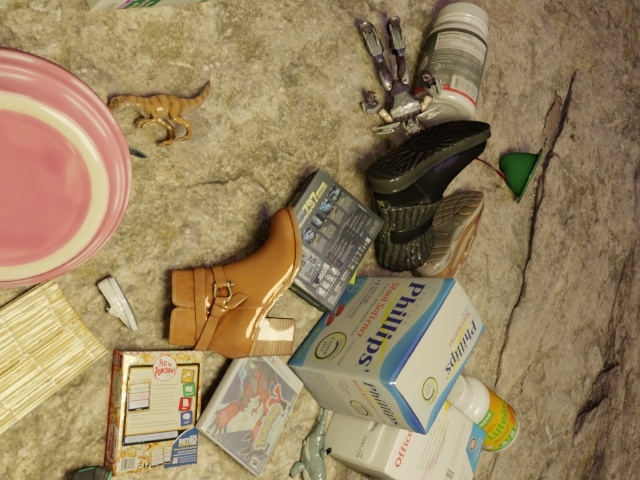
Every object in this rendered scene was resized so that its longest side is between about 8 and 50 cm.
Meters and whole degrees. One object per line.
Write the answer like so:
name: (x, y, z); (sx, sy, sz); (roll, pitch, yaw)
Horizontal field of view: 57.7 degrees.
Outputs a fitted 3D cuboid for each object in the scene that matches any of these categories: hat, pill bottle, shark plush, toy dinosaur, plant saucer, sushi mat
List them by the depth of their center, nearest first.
plant saucer: (-0.412, -0.075, 0.752); (0.332, 0.084, 0.331); (-12, 119, -23)
sushi mat: (-0.473, 0.199, 0.818); (0.316, 0.019, 0.151); (-40, 113, -35)
toy dinosaur: (-0.255, -0.227, 1.009); (0.212, 0.064, 0.112); (-16, 96, -41)
shark plush: (0.003, 0.428, 1.180); (0.073, 0.067, 0.161); (35, 65, -33)
pill bottle: (0.384, 0.426, 1.463); (0.246, 0.136, 0.136); (40, 63, -31)
pill bottle: (0.333, -0.441, 1.466); (0.161, 0.161, 0.283); (28, 69, -36)
hat: (0.537, -0.226, 1.718); (0.172, 0.184, 0.208); (-63, 166, -17)

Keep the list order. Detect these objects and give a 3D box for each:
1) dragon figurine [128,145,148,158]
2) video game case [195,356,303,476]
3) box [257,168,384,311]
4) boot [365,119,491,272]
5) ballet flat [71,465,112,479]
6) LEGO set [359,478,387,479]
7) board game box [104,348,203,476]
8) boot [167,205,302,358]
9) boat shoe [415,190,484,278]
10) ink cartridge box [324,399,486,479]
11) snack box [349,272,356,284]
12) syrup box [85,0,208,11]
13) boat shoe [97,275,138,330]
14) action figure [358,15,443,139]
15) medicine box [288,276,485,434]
dragon figurine: (-0.414, -0.128, 0.847); (0.289, 0.085, 0.143); (22, 75, -33)
video game case: (-0.123, 0.304, 1.080); (0.183, 0.023, 0.201); (54, 49, -34)
box: (0.000, 0.000, 1.178); (0.183, 0.059, 0.232); (38, 68, -18)
boot: (0.253, -0.106, 1.327); (0.348, 0.131, 0.260); (-30, 126, -19)
ballet flat: (-0.365, 0.439, 0.870); (0.074, 0.074, 0.203); (12, 85, -40)
LEGO set: (0.060, 0.523, 1.147); (0.093, 0.227, 0.086); (0, 66, -31)
board game box: (-0.273, 0.279, 0.967); (0.147, 0.045, 0.193); (9, 81, -40)
boot: (-0.150, 0.065, 1.030); (0.220, 0.109, 0.283); (6, 82, -8)
boat shoe: (0.330, -0.003, 1.472); (0.324, 0.123, 0.116); (-49, 130, -31)
ink cartridge box: (0.181, 0.430, 1.247); (0.270, 0.197, 0.198); (42, 62, -30)
snack box: (0.039, 0.016, 1.261); (0.100, 0.037, 0.141); (23, 72, -37)
syrup box: (-0.280, -0.456, 0.984); (0.237, 0.093, 0.096); (-26, 104, -39)
boat shoe: (-0.330, 0.107, 0.943); (0.035, 0.035, 0.100); (-25, 109, -11)
action figure: (0.175, -0.366, 1.344); (0.186, 0.099, 0.284); (-17, 87, 0)
medicine box: (0.131, 0.211, 1.159); (0.263, 0.289, 0.149); (-51, 118, -31)
